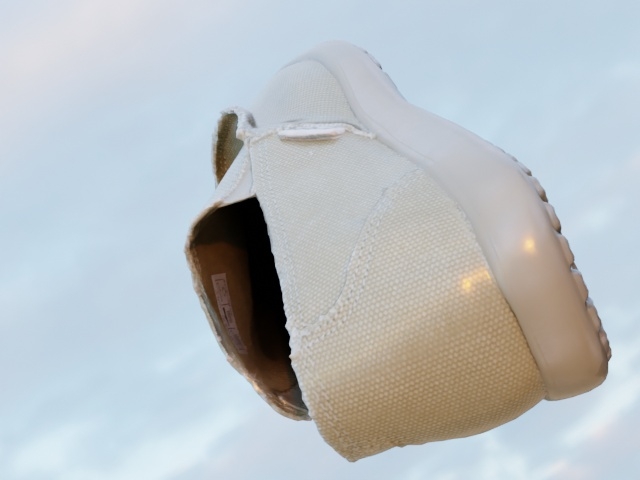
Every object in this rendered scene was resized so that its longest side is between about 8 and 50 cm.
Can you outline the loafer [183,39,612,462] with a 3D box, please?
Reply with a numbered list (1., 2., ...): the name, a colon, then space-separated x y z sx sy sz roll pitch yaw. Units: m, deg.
1. loafer: 0.000 0.000 0.631 0.092 0.102 0.268 -24 14 -10
